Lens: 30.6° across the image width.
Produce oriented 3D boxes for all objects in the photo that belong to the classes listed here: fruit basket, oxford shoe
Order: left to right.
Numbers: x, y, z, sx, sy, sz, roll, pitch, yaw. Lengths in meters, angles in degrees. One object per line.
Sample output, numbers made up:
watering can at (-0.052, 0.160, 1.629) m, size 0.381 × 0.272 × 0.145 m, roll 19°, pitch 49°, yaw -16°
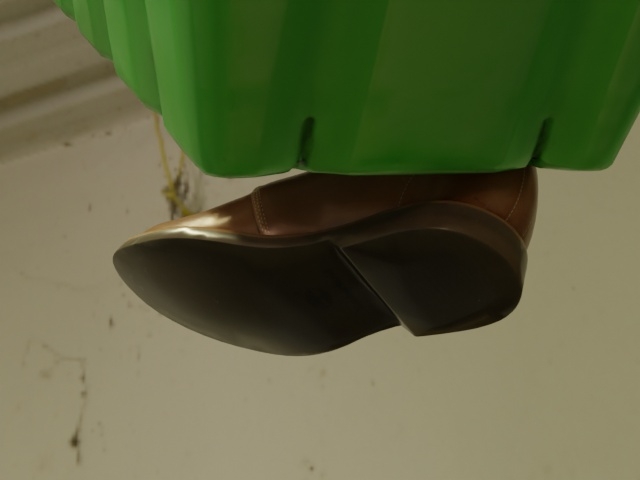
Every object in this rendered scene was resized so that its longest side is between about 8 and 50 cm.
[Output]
oxford shoe at (0.000, 0.000, 0.505) m, size 0.212 × 0.076 × 0.076 m, roll -6°, pitch -47°, yaw 35°
fruit basket at (0.023, -0.241, 0.470) m, size 0.283 × 0.392 × 0.392 m, roll -2°, pitch -41°, yaw -23°
